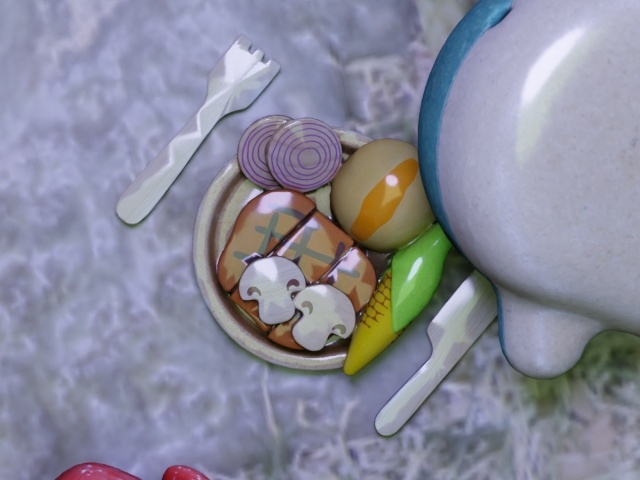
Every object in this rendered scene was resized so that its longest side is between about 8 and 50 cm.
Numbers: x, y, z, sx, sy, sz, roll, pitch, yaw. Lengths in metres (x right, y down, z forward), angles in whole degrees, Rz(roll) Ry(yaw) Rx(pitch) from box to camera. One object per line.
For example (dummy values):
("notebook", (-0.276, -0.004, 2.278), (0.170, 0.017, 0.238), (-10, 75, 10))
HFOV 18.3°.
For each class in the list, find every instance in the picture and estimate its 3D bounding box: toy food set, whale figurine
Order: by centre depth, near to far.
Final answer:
("whale figurine", (0.160, -0.022, 0.968), (0.216, 0.141, 0.272), (-48, 117, -2))
("toy food set", (0.000, 0.000, 0.989), (0.192, 0.038, 0.132), (38, 89, -3))

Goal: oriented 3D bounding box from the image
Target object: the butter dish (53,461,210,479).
("butter dish", (-0.090, 0.160, 0.949), (0.160, 0.160, 0.118), (38, 65, -3))
